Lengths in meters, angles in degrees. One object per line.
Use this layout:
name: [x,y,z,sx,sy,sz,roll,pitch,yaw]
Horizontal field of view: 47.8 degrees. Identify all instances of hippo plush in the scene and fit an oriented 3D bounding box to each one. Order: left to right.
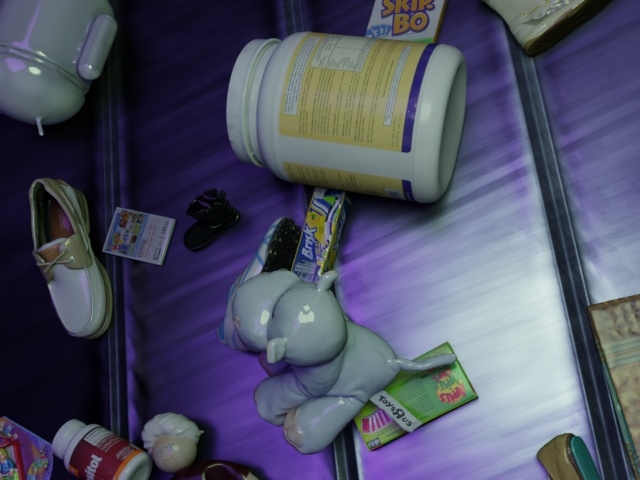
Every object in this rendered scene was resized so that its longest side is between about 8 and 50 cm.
hippo plush: [-0.020,0.168,1.015,0.294,0.236,0.234,22,76,39]

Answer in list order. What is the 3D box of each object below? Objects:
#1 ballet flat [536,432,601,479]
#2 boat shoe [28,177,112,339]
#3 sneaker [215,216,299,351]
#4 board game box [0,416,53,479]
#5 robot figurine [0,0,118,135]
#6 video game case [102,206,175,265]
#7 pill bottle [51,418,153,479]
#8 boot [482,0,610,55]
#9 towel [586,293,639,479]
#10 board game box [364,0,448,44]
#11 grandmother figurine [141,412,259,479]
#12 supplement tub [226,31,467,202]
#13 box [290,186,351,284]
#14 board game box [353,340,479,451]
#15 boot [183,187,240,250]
ballet flat: [0.371,0.381,0.986,0.073,0.080,0.232,-36,63,33]
boat shoe: [-0.456,0.030,1.277,0.113,0.103,0.302,-25,70,7]
sneaker: [-0.106,0.065,1.188,0.086,0.085,0.237,12,71,37]
board game box: [-0.544,0.387,1.238,0.168,0.033,0.133,22,81,20]
robot figurine: [-0.516,-0.368,1.353,0.300,0.200,0.354,9,77,27]
video game case: [-0.328,-0.008,1.303,0.122,0.011,0.087,12,79,17]
pill bottle: [-0.356,0.353,1.169,0.152,0.086,0.086,22,81,20]
boot: [0.384,-0.428,1.197,0.213,0.077,0.165,-36,67,6]
towel: [0.550,0.236,0.988,0.271,0.040,0.370,-15,70,10]
board game box: [0.145,-0.366,1.267,0.124,0.039,0.259,12,76,17]
grandmother figurine: [-0.174,0.418,1.098,0.207,0.104,0.342,-27,71,-8]
supplement tub: [0.045,-0.198,1.135,0.331,0.241,0.241,11,78,17]
box: [0.000,0.000,1.187,0.054,0.059,0.169,13,79,17]
board game box: [0.136,0.236,1.093,0.181,0.043,0.092,-29,70,6]
boot: [-0.199,-0.036,1.229,0.121,0.099,0.045,-32,68,4]
